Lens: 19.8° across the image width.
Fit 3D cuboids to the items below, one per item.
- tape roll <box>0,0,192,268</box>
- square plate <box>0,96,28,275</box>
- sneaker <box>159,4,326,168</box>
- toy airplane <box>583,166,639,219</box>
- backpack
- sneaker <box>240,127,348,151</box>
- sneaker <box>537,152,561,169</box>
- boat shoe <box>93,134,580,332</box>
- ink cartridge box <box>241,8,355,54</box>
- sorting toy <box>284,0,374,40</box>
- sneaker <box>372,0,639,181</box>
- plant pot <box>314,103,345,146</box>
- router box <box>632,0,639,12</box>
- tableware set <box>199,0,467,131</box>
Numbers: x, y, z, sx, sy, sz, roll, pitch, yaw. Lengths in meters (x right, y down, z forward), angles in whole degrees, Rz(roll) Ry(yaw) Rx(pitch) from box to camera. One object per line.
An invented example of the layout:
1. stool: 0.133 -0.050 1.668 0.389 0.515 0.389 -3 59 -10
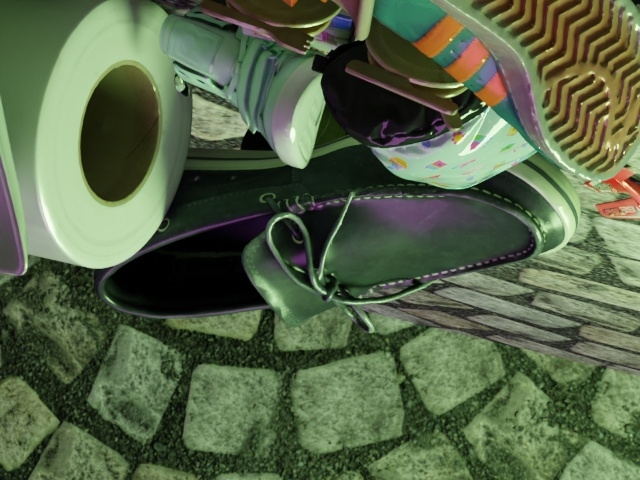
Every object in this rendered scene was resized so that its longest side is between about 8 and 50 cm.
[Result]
1. tape roll: -0.246 -0.108 1.639 0.169 0.246 0.246 12 171 27
2. square plate: -0.381 -0.157 1.508 0.347 0.344 0.049 10 -152 35
3. sneaker: -0.067 -0.131 1.505 0.151 0.094 0.256 17 -169 -2
4. toy airplane: 0.311 -0.043 1.803 0.151 0.028 0.151 14 171 2
5. backpack: 0.095 -0.107 1.388 0.152 0.115 0.182 -17 168 21
6. sneaker: 0.077 -0.054 1.874 0.295 0.124 0.178 10 161 25
7. sneaker: 0.196 -0.089 1.625 0.089 0.051 0.170 10 175 4
8. boat shoe: 0.000 0.000 1.708 0.500 0.156 0.187 -2 142 27
9. ink cartridge box: -0.013 -0.182 1.380 0.088 0.052 0.122 15 173 2
10. sorting toy: -0.047 -0.197 1.071 0.196 0.047 0.348 41 173 5
11. sneaker: 0.108 -0.149 1.161 0.121 0.108 0.302 30 169 46
12. plant pot: -0.029 -0.121 1.773 0.079 0.083 0.083 36 161 -35
13. router box: 0.247 -0.130 1.274 0.178 0.046 0.133 14 171 6
14. tableware set: 0.021 -0.144 1.256 0.194 0.128 0.039 23 134 9
